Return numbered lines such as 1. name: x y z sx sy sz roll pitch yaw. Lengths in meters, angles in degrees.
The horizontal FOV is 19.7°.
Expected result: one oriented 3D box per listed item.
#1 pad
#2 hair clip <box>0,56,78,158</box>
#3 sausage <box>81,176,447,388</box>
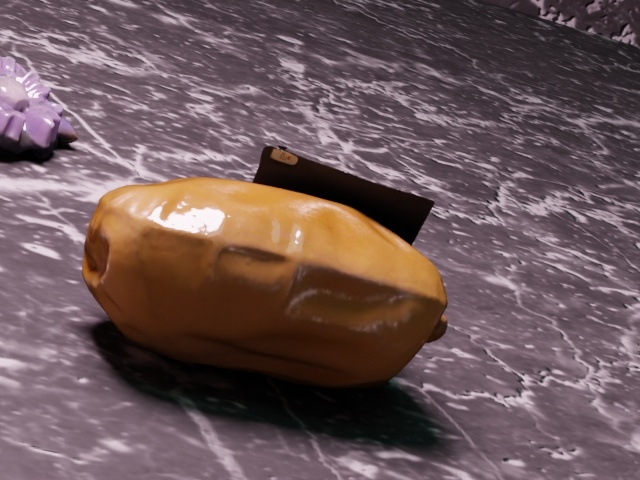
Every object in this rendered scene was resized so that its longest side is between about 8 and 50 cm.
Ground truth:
1. pad: 0.000 0.000 1.244 0.116 0.193 0.004 18 60 -3
2. hair clip: -0.287 -0.104 1.391 0.292 0.084 0.106 5 40 -51
3. sausage: -0.032 0.027 1.158 0.241 0.120 0.136 13 6 -23
